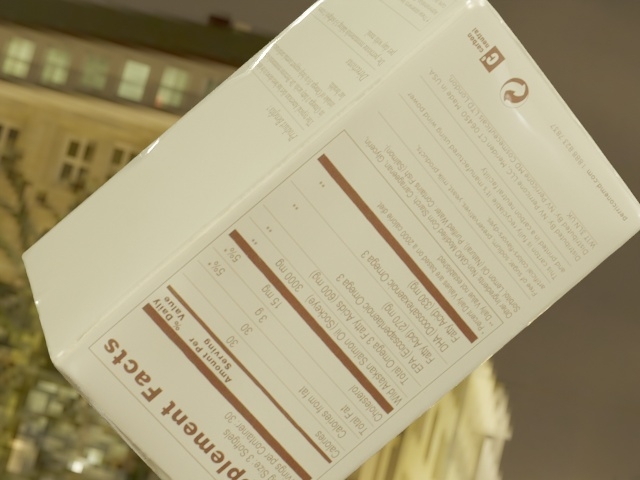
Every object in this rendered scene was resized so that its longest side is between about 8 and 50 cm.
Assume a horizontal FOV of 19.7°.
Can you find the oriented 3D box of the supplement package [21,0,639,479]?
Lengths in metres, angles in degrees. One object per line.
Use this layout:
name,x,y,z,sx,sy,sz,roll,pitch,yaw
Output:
supplement package,0.000,0.000,0.636,0.105,0.179,0.105,49,2,-24
